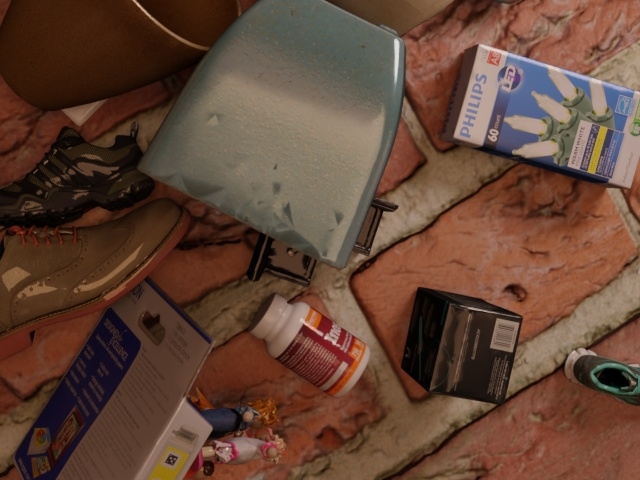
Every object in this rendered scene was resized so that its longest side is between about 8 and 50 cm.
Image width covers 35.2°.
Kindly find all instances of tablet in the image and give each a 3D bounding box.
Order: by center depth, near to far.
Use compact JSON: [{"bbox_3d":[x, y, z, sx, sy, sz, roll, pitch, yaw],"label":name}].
[{"bbox_3d":[-0.306,-0.197,1.321,0.054,0.006,0.083,45,86,-8],"label":"tablet"}]

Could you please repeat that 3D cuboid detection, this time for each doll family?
[{"bbox_3d":[-0.144,0.239,1.280,0.163,0.263,0.118,1,73,-39],"label":"doll family"}]

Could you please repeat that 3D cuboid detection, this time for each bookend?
[{"bbox_3d":[0.000,0.000,1.346,0.156,0.072,0.157,19,91,-10],"label":"bookend"}]

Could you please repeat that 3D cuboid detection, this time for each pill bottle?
[{"bbox_3d":[-0.016,0.137,1.345,0.152,0.086,0.086,34,88,-10],"label":"pill bottle"}]

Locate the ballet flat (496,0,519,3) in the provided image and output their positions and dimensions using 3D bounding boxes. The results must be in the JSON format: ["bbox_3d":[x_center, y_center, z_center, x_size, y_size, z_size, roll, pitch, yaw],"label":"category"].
[{"bbox_3d":[0.293,-0.464,1.360,0.106,0.107,0.316,24,95,-29],"label":"ballet flat"}]

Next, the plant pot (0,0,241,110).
[{"bbox_3d":[-0.266,-0.266,1.202,0.254,0.237,0.237,-29,99,29],"label":"plant pot"}]

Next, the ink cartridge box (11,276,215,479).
[{"bbox_3d":[-0.238,0.211,1.211,0.072,0.303,0.307,34,88,-32],"label":"ink cartridge box"}]

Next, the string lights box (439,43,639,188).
[{"bbox_3d":[0.309,-0.167,1.380,0.260,0.077,0.133,14,93,-9],"label":"string lights box"}]

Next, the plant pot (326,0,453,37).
[{"bbox_3d":[0.050,-0.419,1.227,0.334,0.334,0.305,-41,109,-4],"label":"plant pot"}]

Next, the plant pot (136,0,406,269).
[{"bbox_3d":[-0.022,-0.148,1.154,0.247,0.248,0.252,26,100,1],"label":"plant pot"}]

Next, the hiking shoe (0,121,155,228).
[{"bbox_3d":[-0.333,-0.084,1.296,0.227,0.086,0.114,-12,78,-9],"label":"hiking shoe"}]

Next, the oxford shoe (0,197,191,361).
[{"bbox_3d":[-0.328,0.028,1.259,0.348,0.123,0.130,-31,114,-6],"label":"oxford shoe"}]

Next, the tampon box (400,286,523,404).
[{"bbox_3d":[0.183,0.137,1.337,0.101,0.161,0.120,12,93,-10],"label":"tampon box"}]

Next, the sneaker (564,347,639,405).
[{"bbox_3d":[0.430,0.202,1.422,0.166,0.076,0.065,14,92,-9],"label":"sneaker"}]
